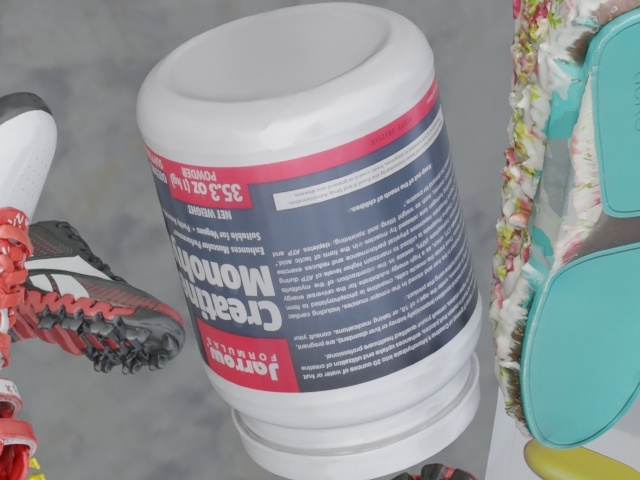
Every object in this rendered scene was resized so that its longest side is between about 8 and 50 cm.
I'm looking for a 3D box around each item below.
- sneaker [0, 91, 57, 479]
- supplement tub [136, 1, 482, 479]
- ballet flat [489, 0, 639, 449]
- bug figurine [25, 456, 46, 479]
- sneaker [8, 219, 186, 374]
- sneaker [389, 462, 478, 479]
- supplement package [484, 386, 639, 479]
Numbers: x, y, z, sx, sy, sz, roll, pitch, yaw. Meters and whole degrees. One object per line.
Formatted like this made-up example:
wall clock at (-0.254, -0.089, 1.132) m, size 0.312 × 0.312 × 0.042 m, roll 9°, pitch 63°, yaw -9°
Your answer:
sneaker at (-0.199, 0.056, 1.113) m, size 0.270 × 0.145 × 0.090 m, roll -54°, pitch 157°, yaw -6°
supplement tub at (0.000, 0.000, 1.266) m, size 0.191 × 0.191 × 0.272 m, roll -26°, pitch 119°, yaw -24°
ballet flat at (0.106, -0.023, 0.766) m, size 0.091 × 0.077 × 0.241 m, roll -9°, pitch 133°, yaw -16°
bug figurine at (-0.321, 0.236, 1.783) m, size 0.072 × 0.279 × 0.216 m, roll -34°, pitch 107°, yaw -26°
sneaker at (-0.237, 0.046, 1.870) m, size 0.135 × 0.276 × 0.097 m, roll -63°, pitch 146°, yaw -28°
sneaker at (0.071, 0.193, 0.686) m, size 0.092 × 0.088 × 0.225 m, roll 31°, pitch 47°, yaw -47°
supplement package at (0.306, 0.214, 1.763) m, size 0.198 × 0.262 × 0.199 m, roll -36°, pitch 139°, yaw -50°
